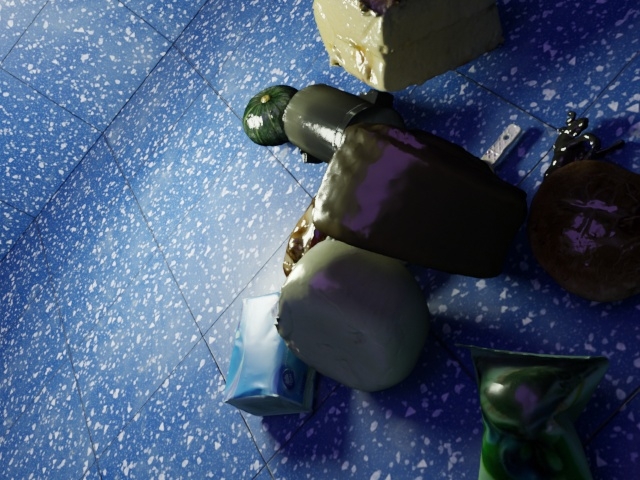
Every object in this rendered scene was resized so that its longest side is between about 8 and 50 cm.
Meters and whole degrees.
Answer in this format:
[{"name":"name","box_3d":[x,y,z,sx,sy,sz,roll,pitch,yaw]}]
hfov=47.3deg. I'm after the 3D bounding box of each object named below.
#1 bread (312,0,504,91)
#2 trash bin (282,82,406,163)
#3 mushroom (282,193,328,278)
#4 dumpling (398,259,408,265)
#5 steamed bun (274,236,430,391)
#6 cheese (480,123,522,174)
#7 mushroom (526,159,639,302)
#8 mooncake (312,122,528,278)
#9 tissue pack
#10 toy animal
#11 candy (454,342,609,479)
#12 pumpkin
[{"name":"bread","box_3d":[0.205,-0.572,1.821,0.371,0.279,0.390,-30,38,-14]},{"name":"trash bin","box_3d":[0.058,-0.293,1.920,0.301,0.203,0.252,35,117,52]},{"name":"mushroom","box_3d":[0.000,0.000,1.792,0.253,0.153,0.253,-58,16,27]},{"name":"dumpling","box_3d":[0.158,-0.002,1.679,0.250,0.132,0.162,-50,28,-17]},{"name":"steamed bun","box_3d":[0.083,0.146,1.532,0.233,0.312,0.333,-54,-8,-34]},{"name":"cheese","box_3d":[0.360,-0.155,1.638,0.255,0.050,0.127,-51,39,6]},{"name":"mushroom","box_3d":[0.511,-0.026,1.321,0.278,0.146,0.278,-11,63,23]},{"name":"mooncake","box_3d":[0.200,-0.080,1.433,0.394,0.393,0.246,-77,8,-81]},{"name":"tissue pack","box_3d":[-0.110,0.269,1.745,0.198,0.146,0.263,-15,54,38]},{"name":"toy animal","box_3d":[0.513,-0.153,1.478,0.148,0.085,0.232,2,66,59]},{"name":"candy","box_3d":[0.350,0.373,1.208,0.263,0.172,0.397,-10,70,46]},{"name":"pumpkin","box_3d":[-0.134,-0.375,2.211,0.212,0.152,0.211,-17,34,12]}]
